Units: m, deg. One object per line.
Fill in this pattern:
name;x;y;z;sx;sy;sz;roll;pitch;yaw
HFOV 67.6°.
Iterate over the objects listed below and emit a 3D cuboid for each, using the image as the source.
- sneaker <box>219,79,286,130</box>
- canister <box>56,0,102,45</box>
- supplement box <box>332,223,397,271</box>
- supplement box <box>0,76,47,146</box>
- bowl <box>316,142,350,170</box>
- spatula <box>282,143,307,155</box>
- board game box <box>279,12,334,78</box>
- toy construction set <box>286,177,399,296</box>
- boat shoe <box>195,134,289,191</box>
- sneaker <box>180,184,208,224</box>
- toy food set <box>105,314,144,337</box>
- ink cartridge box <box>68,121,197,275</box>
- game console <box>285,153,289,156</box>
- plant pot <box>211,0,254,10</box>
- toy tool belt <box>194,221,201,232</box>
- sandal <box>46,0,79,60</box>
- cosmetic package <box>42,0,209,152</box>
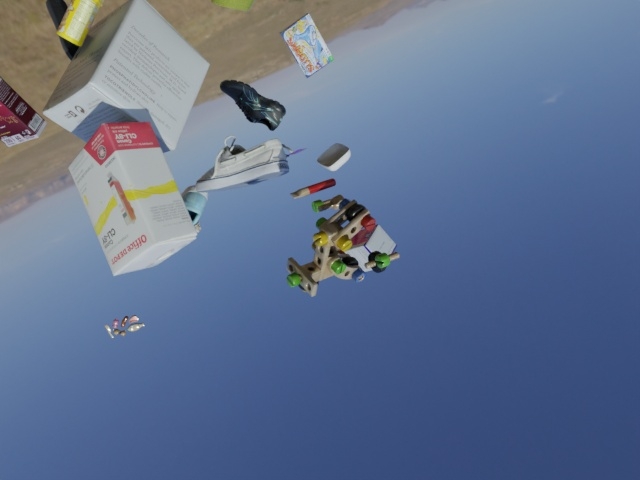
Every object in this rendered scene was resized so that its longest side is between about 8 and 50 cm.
sneaker;-0.262;-0.513;1.809;0.106;0.267;0.101;-68;-163;-7
canister;-0.754;-0.704;1.499;0.170;0.073;0.126;-61;-157;7
supplement box;0.141;0.039;1.693;0.220;0.114;0.111;-21;-152;50
supplement box;-0.934;-0.390;1.372;0.130;0.239;0.073;-10;-130;20
bowl;0.068;-0.382;2.226;0.142;0.053;0.142;-43;-142;-6
spatula;-0.175;-0.469;2.434;0.084;0.030;0.296;-19;169;31
board game box;-0.053;-0.772;1.901;0.136;0.201;0.035;-34;-149;5
toy construction set;0.000;0.000;1.280;0.237;0.309;0.257;-20;163;-25
boat shoe;-0.268;-0.254;1.531;0.367;0.157;0.136;-11;179;36
sneaker;-0.627;-0.108;2.156;0.366;0.135;0.150;-39;-146;49
toy food set;-0.710;0.308;1.730;0.122;0.078;0.019;-24;-159;-10
ink cartridge box;-0.575;-0.122;1.455;0.279;0.385;0.160;-28;175;38
game console;-0.198;-0.328;1.941;0.122;0.107;0.071;11;-145;-15
plant pot;-0.280;-0.940;1.593;0.274;0.294;0.275;11;-149;-6
toy tool belt;-0.615;-0.066;2.327;0.083;0.052;0.051;0;-107;48
sandal;-0.889;-0.739;1.709;0.054;0.255;0.097;-9;-153;27
cosmetic package;-0.653;-0.526;1.640;0.329;0.327;0.394;-8;-122;37
